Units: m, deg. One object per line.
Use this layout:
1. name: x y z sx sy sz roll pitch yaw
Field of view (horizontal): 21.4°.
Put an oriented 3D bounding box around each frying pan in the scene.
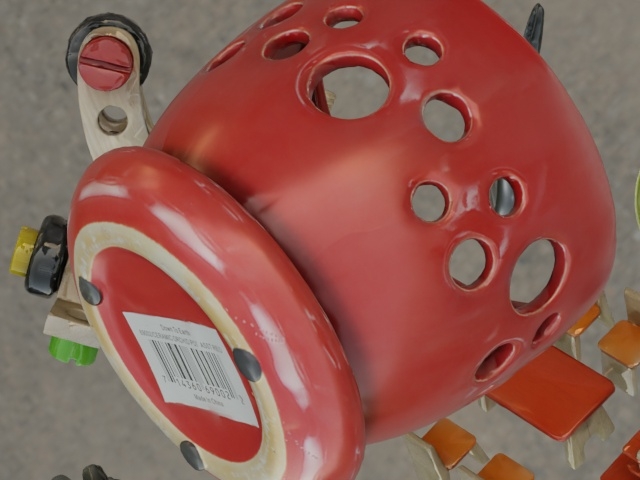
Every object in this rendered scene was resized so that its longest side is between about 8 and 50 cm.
1. frying pan: 0.232 -0.122 2.039 0.326 0.053 0.197 100 162 -68

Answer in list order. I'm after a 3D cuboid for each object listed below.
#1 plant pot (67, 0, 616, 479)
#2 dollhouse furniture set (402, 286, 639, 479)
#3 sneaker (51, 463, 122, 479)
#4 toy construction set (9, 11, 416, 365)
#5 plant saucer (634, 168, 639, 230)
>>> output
1. plant pot: 0.000 0.000 0.718 0.191 0.174 0.191 36 145 30
2. dollhouse furniture set: 0.241 0.156 1.605 0.259 0.262 0.135 31 156 39
3. sneaker: -0.115 0.232 0.913 0.135 0.098 0.276 55 155 34
4. toy construction set: -0.071 0.007 1.132 0.309 0.257 0.237 37 105 57
5. plant saucer: 0.516 -0.048 2.145 0.241 0.241 0.037 45 176 4
